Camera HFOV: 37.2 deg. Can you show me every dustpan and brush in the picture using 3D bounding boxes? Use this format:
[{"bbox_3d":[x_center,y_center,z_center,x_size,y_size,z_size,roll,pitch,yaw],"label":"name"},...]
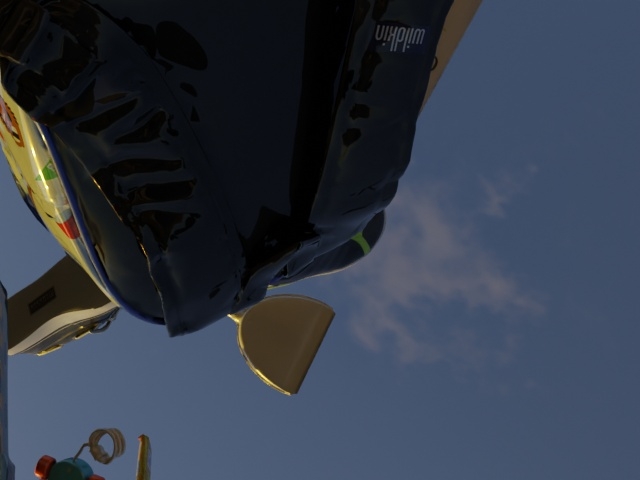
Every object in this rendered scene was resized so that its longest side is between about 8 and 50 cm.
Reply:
[{"bbox_3d":[-0.097,0.127,1.440,0.211,0.060,0.147,25,-96,9],"label":"dustpan and brush"}]

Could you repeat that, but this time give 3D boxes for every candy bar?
[{"bbox_3d":[-0.269,0.360,1.440,0.018,0.040,0.161,-9,-146,-1],"label":"candy bar"}]

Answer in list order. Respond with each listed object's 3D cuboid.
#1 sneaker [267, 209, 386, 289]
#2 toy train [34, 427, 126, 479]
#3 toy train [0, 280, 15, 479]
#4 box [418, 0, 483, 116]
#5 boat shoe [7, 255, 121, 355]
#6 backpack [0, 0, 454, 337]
[{"bbox_3d":[0.000,0.000,1.084,0.097,0.234,0.084,-30,-94,57],"label":"sneaker"},{"bbox_3d":[-0.168,0.239,0.780,0.125,0.046,0.166,-24,-96,12],"label":"toy train"},{"bbox_3d":[-0.300,0.110,0.719,0.142,0.190,0.334,-7,-116,-8],"label":"toy train"},{"bbox_3d":[0.083,-0.318,1.204,0.232,0.058,0.322,28,-87,-6],"label":"box"},{"bbox_3d":[-0.358,0.095,1.431,0.306,0.105,0.113,-33,-119,18],"label":"boat shoe"},{"bbox_3d":[-0.076,-0.091,0.550,0.276,0.263,0.213,-24,-142,-23],"label":"backpack"}]
